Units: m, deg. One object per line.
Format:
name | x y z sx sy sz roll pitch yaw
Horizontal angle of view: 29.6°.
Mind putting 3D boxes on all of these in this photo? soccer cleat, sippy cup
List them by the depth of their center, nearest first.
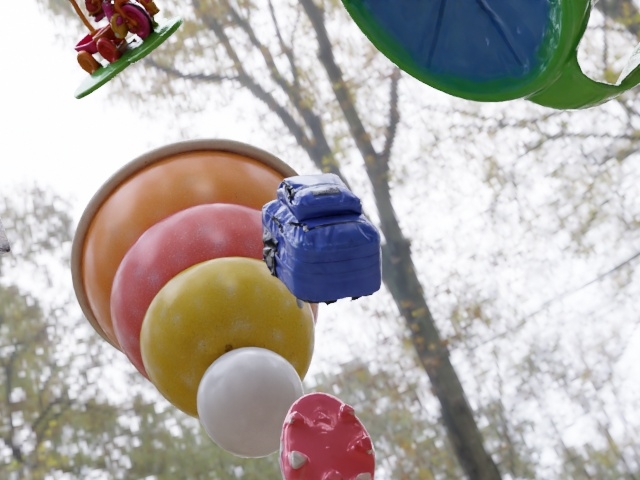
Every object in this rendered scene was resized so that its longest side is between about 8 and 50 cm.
sippy cup | 0.154 -0.267 0.963 0.224 0.240 0.305 -47 -47 -29
soccer cleat | 0.018 0.240 0.988 0.083 0.248 0.095 -8 -41 -18

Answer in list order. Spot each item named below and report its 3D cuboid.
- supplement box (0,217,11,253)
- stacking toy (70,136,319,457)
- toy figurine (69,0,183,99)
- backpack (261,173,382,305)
supplement box | -0.416 -0.064 1.331 0.081 0.188 0.104 -19 0 -3
stacking toy | -0.113 0.112 1.469 0.351 0.480 0.350 -7 -62 -12
toy figurine | -0.243 -0.250 1.238 0.159 0.130 0.173 51 -32 -19
backpack | 0.000 0.000 1.096 0.098 0.120 0.101 -11 -61 -13
